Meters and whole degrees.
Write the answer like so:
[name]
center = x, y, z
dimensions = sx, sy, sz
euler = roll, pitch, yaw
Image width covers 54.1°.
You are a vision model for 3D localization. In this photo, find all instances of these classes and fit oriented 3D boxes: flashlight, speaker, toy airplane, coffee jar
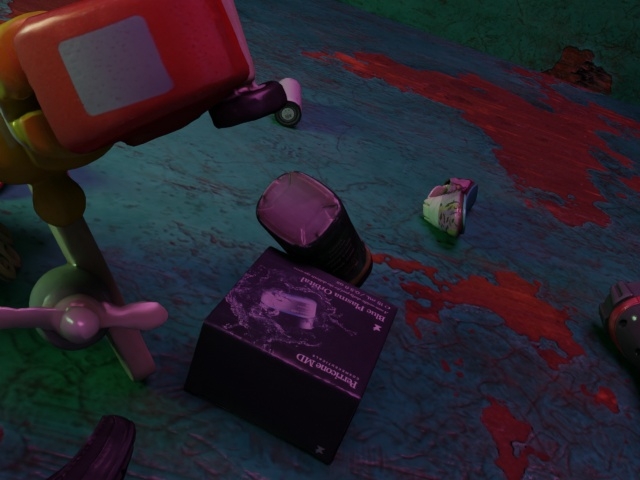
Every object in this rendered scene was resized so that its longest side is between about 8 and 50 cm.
[flashlight]
center = 0.439, 0.166, 0.793
dimensions = 0.103, 0.103, 0.304
euler = 21, 29, -1
[speaker]
center = -0.064, -0.276, 1.242
dimensions = 0.055, 0.055, 0.136
euler = 14, 31, -12
[toy airplane]
center = -0.248, -0.099, 0.486
dimensions = 0.386, 0.384, 0.272
euler = 39, 46, 13
[coffee jar]
center = 0.000, 0.000, 0.733
dimensions = 0.096, 0.079, 0.184
euler = 36, -8, 28

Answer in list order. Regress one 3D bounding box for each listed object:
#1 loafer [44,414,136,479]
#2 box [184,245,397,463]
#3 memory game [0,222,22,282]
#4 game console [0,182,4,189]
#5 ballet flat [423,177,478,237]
[loafer]
center = -0.189, 0.191, 0.392
dimensions = 0.078, 0.076, 0.223
euler = 28, 34, -3
[box]
center = -0.023, 0.104, 0.620
dimensions = 0.156, 0.093, 0.158
euler = 25, 32, 7
[memory game]
center = -0.353, -0.034, 0.595
dimensions = 0.012, 0.186, 0.186
euler = -38, 51, -5
[game console]
center = -0.438, -0.111, 0.788
dimensions = 0.144, 0.085, 0.124
euler = 20, -1, -3
[ballet flat]
center = 0.218, -0.060, 1.064
dimensions = 0.079, 0.077, 0.221
euler = 9, 22, 16
